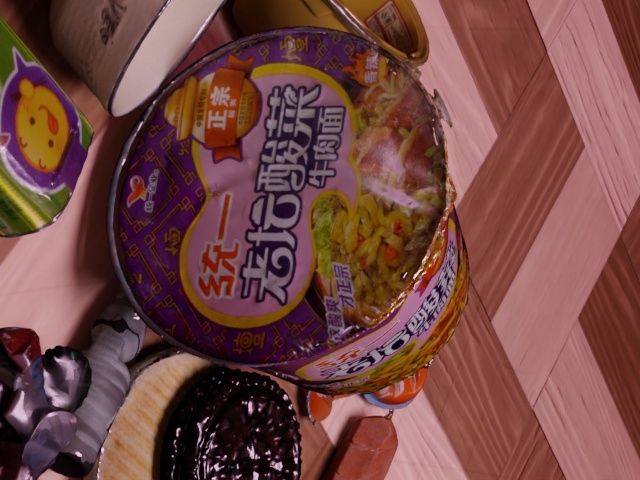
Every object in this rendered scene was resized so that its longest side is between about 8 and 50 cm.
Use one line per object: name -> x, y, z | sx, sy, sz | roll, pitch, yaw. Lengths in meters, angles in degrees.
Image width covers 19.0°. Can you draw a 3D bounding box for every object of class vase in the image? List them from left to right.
vase -> -0.202, 0.118, 1.781 | 0.060, 0.060, 0.211 | 55, 45, -41

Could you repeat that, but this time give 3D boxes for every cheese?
cheese -> 0.057, 0.148, 2.167 | 0.256, 0.037, 0.106 | -9, 98, -55

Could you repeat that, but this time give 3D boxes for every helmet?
helmet -> -0.013, -0.241, 1.955 | 0.257, 0.140, 0.205 | 33, 32, -40

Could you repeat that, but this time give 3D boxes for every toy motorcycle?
toy motorcycle -> -0.282, 0.162, 1.650 | 0.213, 0.082, 0.122 | -55, 128, -25

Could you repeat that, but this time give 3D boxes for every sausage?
sausage -> 0.037, 0.262, 2.128 | 0.065, 0.065, 0.169 | 57, 49, -39

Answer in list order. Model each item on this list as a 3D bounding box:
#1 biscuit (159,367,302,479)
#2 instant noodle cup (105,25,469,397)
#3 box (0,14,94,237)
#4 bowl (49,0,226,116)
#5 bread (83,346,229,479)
biscuit -> -0.085, 0.220, 1.886 | 0.194, 0.053, 0.194 | -4, 95, -55
instant noodle cup -> 0.000, 0.000, 1.836 | 0.266, 0.340, 0.340 | 48, 53, -62
box -> -0.323, -0.156, 1.563 | 0.345, 0.097, 0.134 | 52, 43, -42
bowl -> -0.162, -0.239, 1.713 | 0.126, 0.238, 0.238 | 37, 51, 1
bread -> -0.149, 0.235, 1.878 | 0.267, 0.040, 0.267 | -6, 97, -55
